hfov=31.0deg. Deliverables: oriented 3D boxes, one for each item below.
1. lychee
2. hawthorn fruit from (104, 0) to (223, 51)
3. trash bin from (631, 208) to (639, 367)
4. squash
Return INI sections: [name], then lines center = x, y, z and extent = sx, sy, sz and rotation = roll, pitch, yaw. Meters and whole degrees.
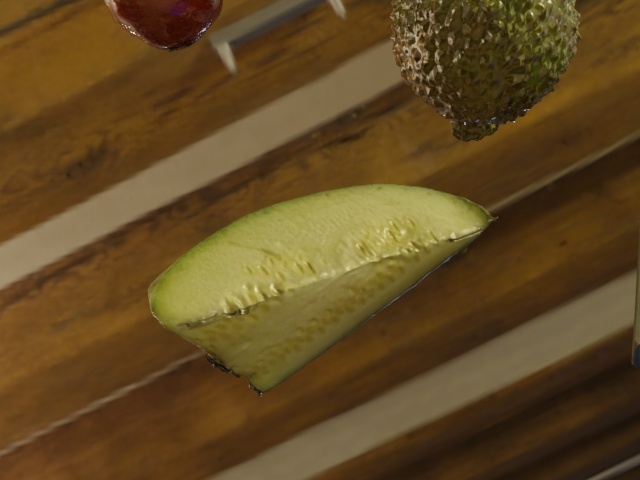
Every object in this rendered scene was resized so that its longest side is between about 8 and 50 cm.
[lychee]
center = 0.220, -0.287, 1.574
extent = 0.270, 0.270, 0.320
rotation = -35, -52, 20
[hawthorn fruit]
center = -0.240, -0.381, 1.696
extent = 0.185, 0.185, 0.202
rotation = -32, -20, 14
[trash bin]
center = 0.533, -0.006, 1.533
extent = 0.223, 0.343, 0.158
rotation = 2, -15, 14
[squash]
center = 0.000, 0.000, 0.929
extent = 0.252, 0.093, 0.169
rotation = -37, -33, 6
